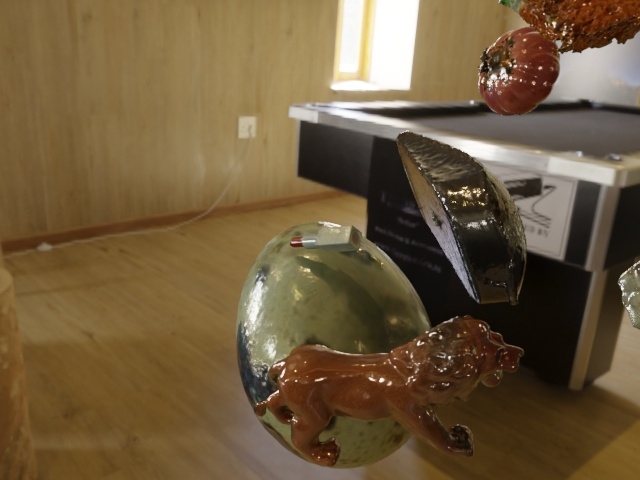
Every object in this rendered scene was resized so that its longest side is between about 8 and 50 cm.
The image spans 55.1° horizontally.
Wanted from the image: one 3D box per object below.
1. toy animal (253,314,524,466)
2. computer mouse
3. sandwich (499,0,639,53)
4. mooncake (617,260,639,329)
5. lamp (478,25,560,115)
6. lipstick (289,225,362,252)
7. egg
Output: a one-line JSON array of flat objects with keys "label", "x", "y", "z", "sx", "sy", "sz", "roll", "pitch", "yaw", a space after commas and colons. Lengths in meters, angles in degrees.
[{"label": "toy animal", "x": 0.054, "y": 0.151, "z": 0.650, "sx": 0.312, "sy": 0.158, "sz": 0.097, "roll": -5, "pitch": 29, "yaw": 12}, {"label": "computer mouse", "x": 0.181, "y": -0.040, "z": 0.768, "sx": 0.087, "sy": 0.168, "sz": 0.295, "roll": -25, "pitch": 32, "yaw": 2}, {"label": "sandwich", "x": 0.347, "y": -0.307, "z": 0.763, "sx": 0.234, "sy": 0.159, "sz": 0.079, "roll": -14, "pitch": -17, "yaw": 0}, {"label": "mooncake", "x": 0.590, "y": 0.082, "z": 1.054, "sx": 0.073, "sy": 0.125, "sz": 0.130, "roll": 17, "pitch": 52, "yaw": -28}, {"label": "lamp", "x": 0.394, "y": -0.345, "z": 1.241, "sx": 0.140, "sy": 0.182, "sz": 0.182, "roll": 13, "pitch": 13, "yaw": -26}, {"label": "lipstick", "x": 0.000, "y": 0.000, "z": 0.934, "sx": 0.129, "sy": 0.030, "sz": 0.030, "roll": -5, "pitch": -27, "yaw": 38}, {"label": "egg", "x": 0.023, "y": 0.175, "z": 1.072, "sx": 0.344, "sy": 0.428, "sz": 0.345, "roll": -12, "pitch": -4, "yaw": -1}]
